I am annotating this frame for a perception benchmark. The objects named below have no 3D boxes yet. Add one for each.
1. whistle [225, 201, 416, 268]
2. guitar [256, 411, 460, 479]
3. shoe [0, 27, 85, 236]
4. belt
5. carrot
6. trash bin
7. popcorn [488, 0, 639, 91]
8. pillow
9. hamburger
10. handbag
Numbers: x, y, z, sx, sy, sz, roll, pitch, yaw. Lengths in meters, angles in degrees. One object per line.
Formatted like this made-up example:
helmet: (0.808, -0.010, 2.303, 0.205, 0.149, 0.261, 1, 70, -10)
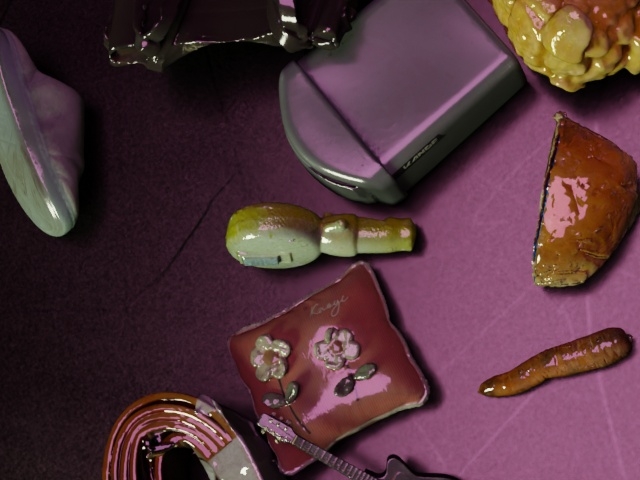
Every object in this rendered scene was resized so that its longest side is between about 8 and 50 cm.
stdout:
whistle: (0.000, 0.000, 1.533, 0.198, 0.104, 0.057, 2, 68, 4)
guitar: (0.040, 0.234, 1.468, 0.233, 0.025, 0.088, 30, 93, 1)
shoe: (-0.313, -0.129, 1.662, 0.100, 0.103, 0.251, -21, 86, -31)
belt: (-0.118, 0.283, 1.511, 0.184, 0.105, 0.262, -19, 74, 12)
carrot: (0.230, 0.123, 1.463, 0.165, 0.035, 0.036, -20, 75, 16)
trash bin: (0.074, -0.152, 1.531, 0.236, 0.101, 0.177, -39, 69, 5)
popcorn: (0.244, -0.229, 1.466, 0.194, 0.140, 0.163, 35, 61, 10)
pillow: (0.003, 0.128, 1.512, 0.179, 0.075, 0.171, -30, 67, 8)
hamburger: (0.264, -0.038, 1.451, 0.102, 0.087, 0.176, 7, 80, 21)
handbag: (-0.085, -0.295, 1.565, 0.285, 0.113, 0.257, -1, 57, 18)
